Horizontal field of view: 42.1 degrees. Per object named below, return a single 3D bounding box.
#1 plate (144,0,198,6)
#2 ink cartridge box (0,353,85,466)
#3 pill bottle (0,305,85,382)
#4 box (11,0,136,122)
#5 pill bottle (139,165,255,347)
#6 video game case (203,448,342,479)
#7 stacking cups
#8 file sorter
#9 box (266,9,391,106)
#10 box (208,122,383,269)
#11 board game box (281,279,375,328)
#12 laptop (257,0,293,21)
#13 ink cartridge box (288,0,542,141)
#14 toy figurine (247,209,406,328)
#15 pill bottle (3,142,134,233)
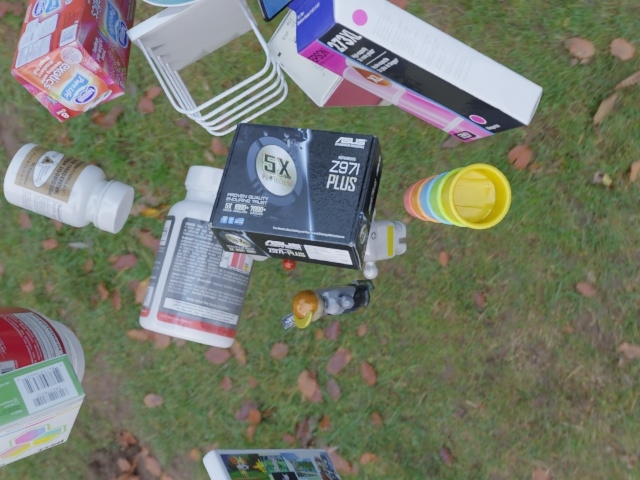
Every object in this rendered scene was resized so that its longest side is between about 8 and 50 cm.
[{"bbox_3d":[-0.203,-0.426,1.277,0.188,0.024,0.188,-6,63,13],"label":"plate"},{"bbox_3d":[-0.370,0.226,1.029,0.062,0.109,0.209,59,142,19],"label":"ink cartridge box"},{"bbox_3d":[-0.561,0.224,1.386,0.229,0.408,0.229,-1,87,9],"label":"pill bottle"},{"bbox_3d":[-0.390,-0.333,1.337,0.128,0.257,0.122,-20,138,17],"label":"box"},{"bbox_3d":[-0.246,0.035,1.800,0.210,0.210,0.363,12,83,19],"label":"pill bottle"},{"bbox_3d":[-0.029,0.498,1.449,0.036,0.329,0.300,-45,56,20],"label":"video game case"},{"bbox_3d":[0.205,-0.075,1.341,0.096,0.316,0.096,-1,94,-8],"label":"stacking cups"},{"bbox_3d":[-0.177,-0.307,1.453,0.193,0.278,0.173,-30,88,3],"label":"file sorter"},{"bbox_3d":[0.049,-0.315,1.382,0.148,0.232,0.127,48,120,17],"label":"box"},{"bbox_3d":[-0.026,-0.055,1.009,0.180,0.077,0.147,8,67,14],"label":"box"},{"bbox_3d":[0.018,0.136,1.780,0.186,0.126,0.026,-29,80,15],"label":"board game box"},{"bbox_3d":[0.057,-0.489,0.841,0.408,0.236,0.382,-20,119,-5],"label":"laptop"},{"bbox_3d":[0.091,-0.245,1.095,0.371,0.176,0.069,27,82,-15],"label":"ink cartridge box"},{"bbox_3d":[0.000,0.000,1.233,0.209,0.148,0.213,57,132,27],"label":"toy figurine"},{"bbox_3d":[-0.503,-0.100,1.679,0.229,0.131,0.131,20,112,1],"label":"pill bottle"}]
